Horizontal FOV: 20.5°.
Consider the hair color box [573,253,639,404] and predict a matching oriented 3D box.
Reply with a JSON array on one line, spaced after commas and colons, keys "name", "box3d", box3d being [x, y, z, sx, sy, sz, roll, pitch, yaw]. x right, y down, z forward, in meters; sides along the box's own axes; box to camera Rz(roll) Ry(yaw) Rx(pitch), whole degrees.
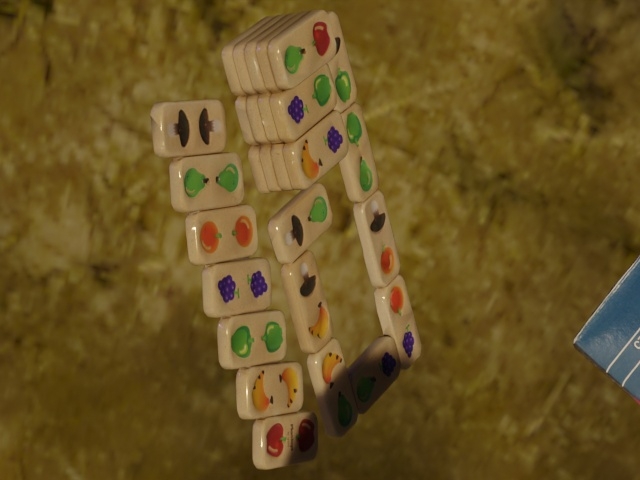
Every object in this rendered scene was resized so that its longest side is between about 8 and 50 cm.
[{"name": "hair color box", "box3d": [0.308, 0.131, 0.900, 0.347, 0.105, 0.174, 42, 13, 25]}]

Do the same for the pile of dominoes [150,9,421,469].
[{"name": "pile of dominoes", "box3d": [0.000, 0.000, 1.006, 0.040, 0.251, 0.196, -2, 25, 32]}]
